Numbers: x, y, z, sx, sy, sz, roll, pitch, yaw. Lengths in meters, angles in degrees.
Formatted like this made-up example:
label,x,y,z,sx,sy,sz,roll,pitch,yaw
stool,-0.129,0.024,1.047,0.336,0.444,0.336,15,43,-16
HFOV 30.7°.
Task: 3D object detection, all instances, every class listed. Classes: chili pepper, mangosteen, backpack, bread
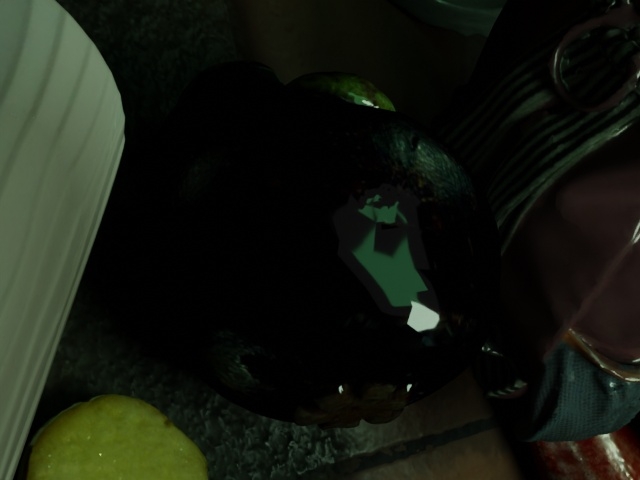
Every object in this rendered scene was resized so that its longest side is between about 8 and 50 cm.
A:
label,x,y,z,sx,sy,sz,roll,pitch,yaw
chili pepper,0.210,0.120,0.967,0.144,0.136,0.252,-31,91,-17
mangosteen,0.000,0.000,0.712,0.243,0.243,0.243,19,63,-42
backpack,0.179,-0.042,0.795,0.197,0.317,0.283,-7,57,-20
bread,-0.126,0.170,0.627,0.188,0.065,0.149,-28,86,-45

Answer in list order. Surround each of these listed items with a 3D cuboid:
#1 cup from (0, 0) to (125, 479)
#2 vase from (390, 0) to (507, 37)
label,x,y,z,sx,sy,sz,roll,pitch,yaw
cup,-0.244,0.020,0.478,0.208,0.288,0.273,78,23,-53
vase,0.158,-0.357,1.003,0.245,0.245,0.291,38,45,-31
